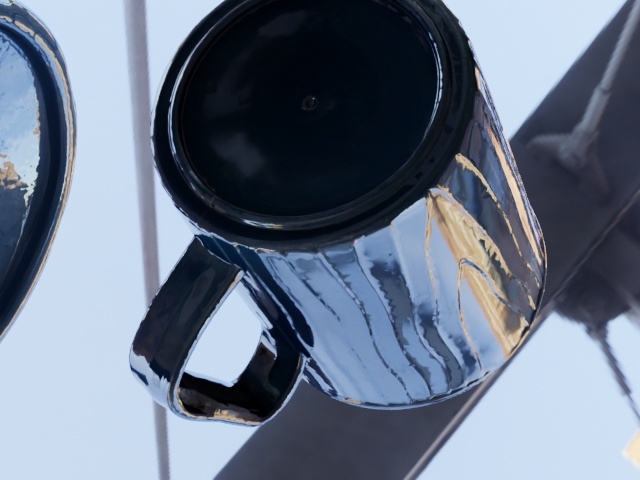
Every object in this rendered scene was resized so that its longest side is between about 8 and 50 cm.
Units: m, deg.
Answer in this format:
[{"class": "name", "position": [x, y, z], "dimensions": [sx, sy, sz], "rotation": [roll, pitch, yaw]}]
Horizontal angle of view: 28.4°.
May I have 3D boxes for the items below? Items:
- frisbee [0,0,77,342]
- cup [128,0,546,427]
[{"class": "frisbee", "position": [-0.243, -0.012, 0.723], "dimensions": [0.049, 0.289, 0.289], "rotation": [23, -120, 18]}, {"class": "cup", "position": [0.010, -0.001, 0.440], "dimensions": [0.114, 0.138, 0.150], "rotation": [5, -113, 20]}]
